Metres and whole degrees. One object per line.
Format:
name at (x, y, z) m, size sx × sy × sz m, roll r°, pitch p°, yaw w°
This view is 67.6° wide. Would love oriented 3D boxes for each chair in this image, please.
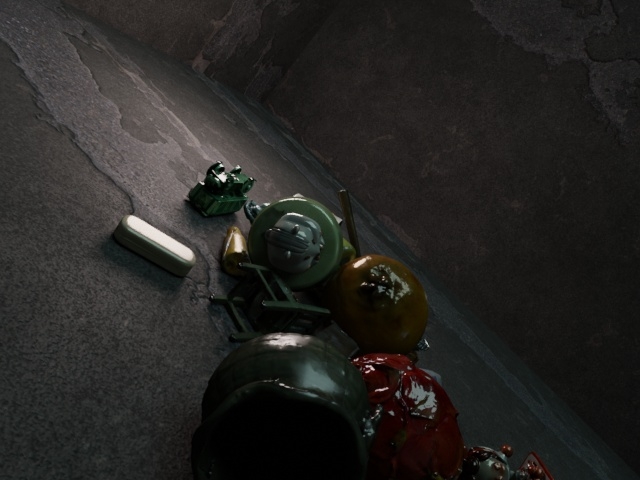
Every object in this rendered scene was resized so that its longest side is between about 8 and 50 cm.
chair at (-0.122, 0.163, 1.205) m, size 0.270 × 0.136 × 0.147 m, roll 16°, pitch 31°, yaw -53°

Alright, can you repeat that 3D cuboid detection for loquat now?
loquat at (0.159, 0.204, 1.415) m, size 0.328 × 0.328 × 0.328 m, roll 38°, pitch 17°, yaw -13°

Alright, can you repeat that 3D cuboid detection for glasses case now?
glasses case at (-0.390, 0.013, 1.134) m, size 0.196 × 0.050 × 0.083 m, roll 35°, pitch 15°, yaw -22°

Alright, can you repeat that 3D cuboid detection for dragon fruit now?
dragon fruit at (0.153, 0.390, 1.020) m, size 0.342 × 0.277 × 0.277 m, roll 35°, pitch 18°, yaw -19°

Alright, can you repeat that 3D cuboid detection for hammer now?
hammer at (0.134, 0.012, 1.920) m, size 0.168 × 0.044 × 0.439 m, roll -33°, pitch 111°, yaw -80°

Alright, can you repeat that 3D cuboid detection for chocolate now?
chocolate at (-0.253, 0.021, 1.403) m, size 0.086 × 0.085 × 0.219 m, roll 34°, pitch 13°, yaw -25°
chocolate at (-0.014, 0.300, 1.158) m, size 0.112 × 0.112 × 0.321 m, roll 44°, pitch 18°, yaw 13°

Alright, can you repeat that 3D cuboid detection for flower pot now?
flower pot at (-0.046, 0.306, 0.764) m, size 0.302 × 0.302 × 0.213 m, roll 40°, pitch 16°, yaw -8°

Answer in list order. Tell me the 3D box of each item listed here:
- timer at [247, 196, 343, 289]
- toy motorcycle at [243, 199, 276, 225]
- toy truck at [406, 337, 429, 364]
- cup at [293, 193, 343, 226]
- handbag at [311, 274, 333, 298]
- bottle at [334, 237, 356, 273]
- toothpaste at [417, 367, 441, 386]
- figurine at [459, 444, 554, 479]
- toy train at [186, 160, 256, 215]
timer at (-0.071, 0.009, 1.309) m, size 0.291 × 0.291 × 0.315 m, roll 41°, pitch -2°, yaw -1°
toy motorcycle at (-0.158, -0.045, 1.680) m, size 0.260 × 0.154 × 0.206 m, roll -6°, pitch 72°, yaw -59°
toy truck at (0.274, 0.358, 1.653) m, size 0.178 × 0.115 × 0.080 m, roll 32°, pitch 19°, yaw -24°
cup at (-0.047, -0.058, 1.942) m, size 0.226 × 0.185 × 0.241 m, roll 38°, pitch -18°, yaw 5°
handbag at (0.017, 0.128, 1.635) m, size 0.235 × 0.127 × 0.213 m, roll 40°, pitch 13°, yaw -10°
bottle at (0.000, 0.000, 1.581) m, size 0.260 × 0.112 × 0.112 m, roll 42°, pitch 13°, yaw 37°
toothpaste at (0.287, 0.445, 1.491) m, size 0.080 × 0.125 × 0.371 m, roll 10°, pitch -6°, yaw 34°
figurine at (0.473, 0.642, 1.317) m, size 0.226 × 0.183 × 0.160 m, roll 28°, pitch 8°, yaw -1°
toy train at (-0.320, -0.174, 1.590) m, size 0.115 × 0.154 × 0.269 m, roll 45°, pitch 17°, yaw 7°
